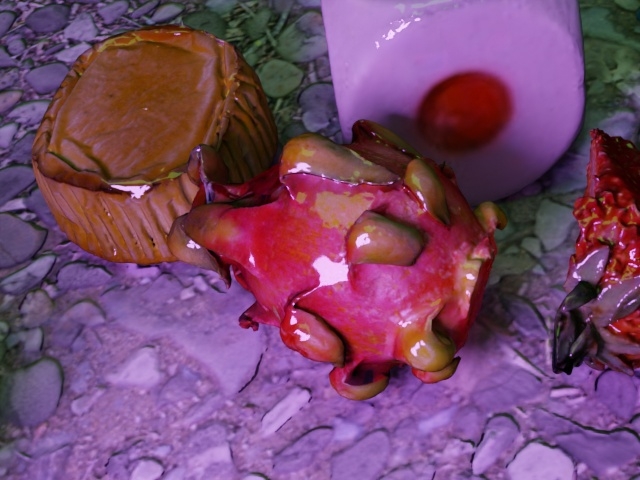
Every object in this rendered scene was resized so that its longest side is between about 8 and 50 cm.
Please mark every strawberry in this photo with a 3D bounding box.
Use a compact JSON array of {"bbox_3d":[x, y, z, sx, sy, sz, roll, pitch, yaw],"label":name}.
[{"bbox_3d":[0.265,0.009,1.273,0.106,0.188,0.286,10,43,10],"label":"strawberry"}]

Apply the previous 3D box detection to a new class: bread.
[{"bbox_3d":[-0.172,-0.100,1.535,0.227,0.142,0.253,5,47,23],"label":"bread"}]

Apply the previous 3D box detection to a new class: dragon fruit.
[{"bbox_3d":[0.012,0.011,1.327,0.307,0.243,0.227,-7,45,55],"label":"dragon fruit"}]

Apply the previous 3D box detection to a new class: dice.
[{"bbox_3d":[0.124,-0.205,1.456,0.243,0.259,0.251,-10,45,6],"label":"dice"}]

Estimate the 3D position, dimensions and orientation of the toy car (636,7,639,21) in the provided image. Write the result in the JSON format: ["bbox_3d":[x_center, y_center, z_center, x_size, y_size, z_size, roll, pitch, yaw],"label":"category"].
[{"bbox_3d":[0.412,-0.260,1.530,0.161,0.098,0.126,22,56,31],"label":"toy car"}]
